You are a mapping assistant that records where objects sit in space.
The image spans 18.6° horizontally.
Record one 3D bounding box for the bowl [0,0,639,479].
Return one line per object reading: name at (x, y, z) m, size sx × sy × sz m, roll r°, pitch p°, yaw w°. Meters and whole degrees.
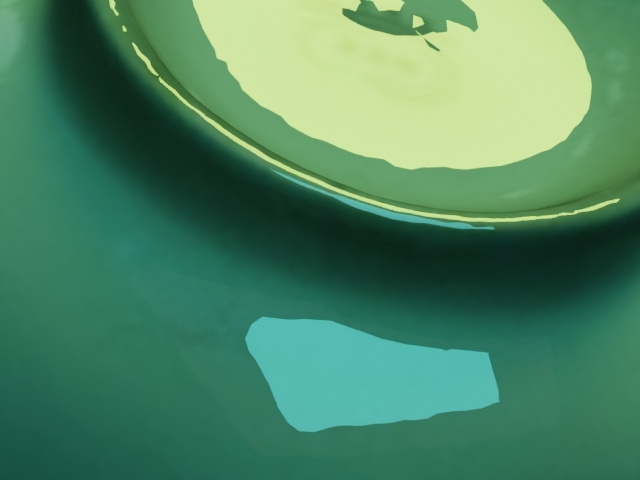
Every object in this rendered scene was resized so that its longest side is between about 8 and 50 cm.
bowl at (0.000, 0.000, 0.573) m, size 0.354 × 0.185 × 0.354 m, roll 10°, pitch 44°, yaw -10°
